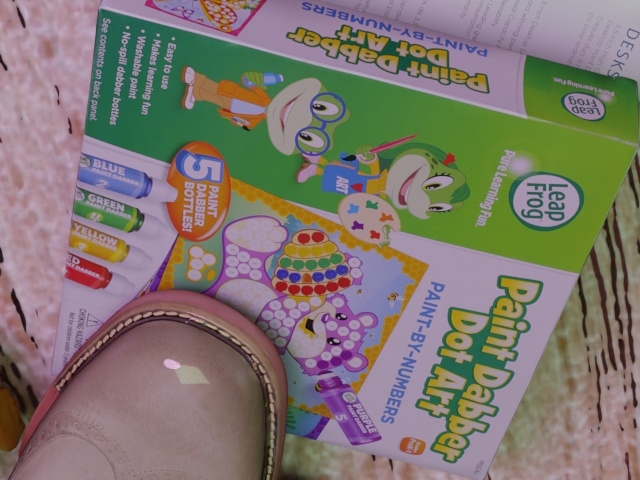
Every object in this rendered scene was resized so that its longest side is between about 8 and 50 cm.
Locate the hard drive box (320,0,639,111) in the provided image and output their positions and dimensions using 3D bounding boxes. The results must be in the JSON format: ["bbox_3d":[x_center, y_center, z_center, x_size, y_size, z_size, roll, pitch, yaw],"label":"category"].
[{"bbox_3d":[0.044,-0.093,0.781,0.232,0.089,0.181,21,111,-7],"label":"hard drive box"}]

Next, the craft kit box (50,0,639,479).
[{"bbox_3d":[0.000,0.000,0.742,0.247,0.061,0.250,12,133,-4],"label":"craft kit box"}]

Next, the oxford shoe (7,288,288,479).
[{"bbox_3d":[-0.130,0.204,0.786,0.140,0.146,0.397,25,118,0],"label":"oxford shoe"}]

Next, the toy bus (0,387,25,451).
[{"bbox_3d":[-0.296,0.062,0.806,0.220,0.149,0.211,-17,89,0],"label":"toy bus"}]
